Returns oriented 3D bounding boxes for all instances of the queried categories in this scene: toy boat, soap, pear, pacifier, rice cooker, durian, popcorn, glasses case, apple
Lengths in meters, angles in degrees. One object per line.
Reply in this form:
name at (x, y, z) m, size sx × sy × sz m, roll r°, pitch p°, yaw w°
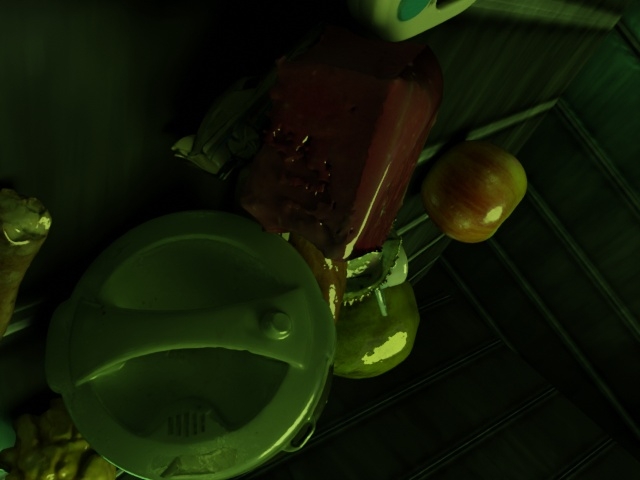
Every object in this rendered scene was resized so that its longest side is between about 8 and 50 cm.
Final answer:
toy boat at (-0.054, -0.141, 0.549) m, size 0.210 × 0.066 × 0.084 m, roll -53°, pitch -160°, yaw -15°
soap at (0.039, -0.096, 0.585) m, size 0.325 × 0.127 × 0.220 m, roll -14°, pitch 127°, yaw -79°
pear at (0.074, 0.196, 1.372) m, size 0.375 × 0.287 × 0.287 m, roll -11°, pitch 148°, yaw -27°
pacifier at (0.058, 0.037, 1.142) m, size 0.226 × 0.238 × 0.287 m, roll -18°, pitch -165°, yaw 5°
rice cooker at (-0.124, 0.122, 0.631) m, size 0.288 × 0.288 × 0.277 m, roll -44°, pitch 164°, yaw -11°
durian at (0.000, 0.000, 0.925) m, size 0.193 × 0.237 × 0.138 m, roll -68°, pitch -155°, yaw 7°
popcorn at (-0.320, 0.277, 0.698) m, size 0.152 × 0.167 × 0.148 m, roll -24°, pitch 122°, yaw -12°
glasses case at (-0.078, -0.025, 0.737) m, size 0.051 × 0.081 × 0.204 m, roll -38°, pitch 161°, yaw -26°
apple at (0.401, -0.134, 1.488) m, size 0.286 × 0.233 × 0.286 m, roll -48°, pitch 167°, yaw -15°

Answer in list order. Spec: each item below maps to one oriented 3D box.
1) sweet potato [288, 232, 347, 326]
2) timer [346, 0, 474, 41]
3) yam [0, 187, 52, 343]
sweet potato at (-0.009, 0.065, 0.811) m, size 0.097 × 0.097 × 0.251 m, roll -22°, pitch 117°, yaw -58°
timer at (0.126, -0.323, 0.524) m, size 0.237 × 0.087 × 0.262 m, roll -37°, pitch 162°, yaw -32°
yam at (-0.277, 0.061, 0.453) m, size 0.241 × 0.057 × 0.057 m, roll -54°, pitch 164°, yaw 24°
